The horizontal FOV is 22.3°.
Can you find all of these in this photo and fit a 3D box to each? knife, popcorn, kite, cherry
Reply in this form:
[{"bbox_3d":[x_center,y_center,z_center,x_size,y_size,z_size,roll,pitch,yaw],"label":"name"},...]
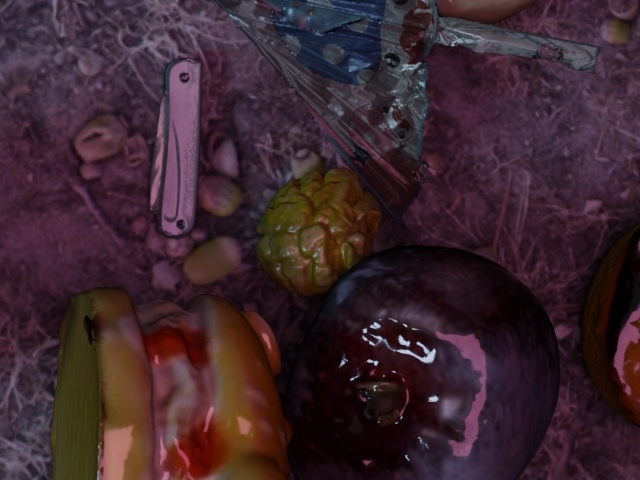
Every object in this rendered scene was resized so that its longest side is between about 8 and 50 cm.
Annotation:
[{"bbox_3d":[-0.129,-0.082,1.450,0.044,0.023,0.162,3,91,-13],"label":"knife"},{"bbox_3d":[0.000,0.000,1.447,0.116,0.120,0.106,-18,131,-5],"label":"popcorn"},{"bbox_3d":[0.063,-0.191,1.427,0.368,0.014,0.406,13,123,11],"label":"kite"},{"bbox_3d":[0.090,0.130,1.398,0.296,0.218,0.255,7,99,-60],"label":"cherry"}]

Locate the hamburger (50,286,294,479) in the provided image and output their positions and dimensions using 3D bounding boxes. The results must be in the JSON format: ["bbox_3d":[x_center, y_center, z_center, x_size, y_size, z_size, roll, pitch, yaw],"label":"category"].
[{"bbox_3d":[-0.115,0.175,1.317,0.186,0.303,0.261,3,99,-13],"label":"hamburger"}]

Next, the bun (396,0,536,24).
[{"bbox_3d":[0.116,-0.292,1.469,0.222,0.127,0.222,-1,99,-6],"label":"bun"}]

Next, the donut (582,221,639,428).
[{"bbox_3d":[0.367,0.079,1.554,0.254,0.118,0.253,-1,94,-15],"label":"donut"}]
